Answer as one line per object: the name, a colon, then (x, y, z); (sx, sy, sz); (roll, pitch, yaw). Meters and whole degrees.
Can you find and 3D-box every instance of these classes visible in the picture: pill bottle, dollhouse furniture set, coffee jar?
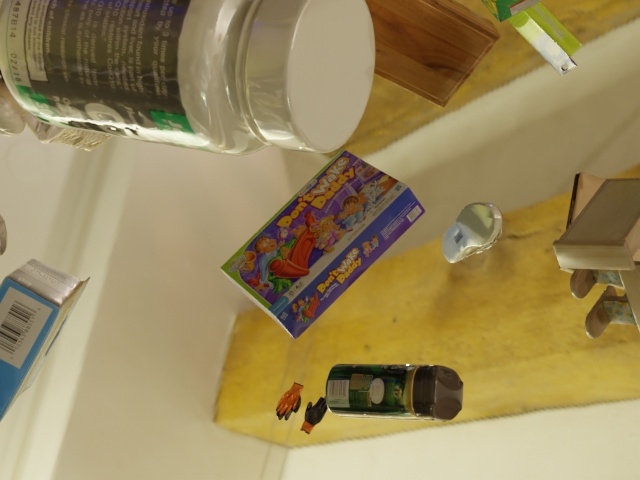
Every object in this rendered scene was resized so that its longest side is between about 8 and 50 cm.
pill bottle: (-0.140, -0.199, 1.197); (0.361, 0.204, 0.204); (11, -101, 30)
dollhouse furniture set: (0.438, 0.057, 1.587); (0.212, 0.242, 0.161); (0, -145, 44)
coffee jar: (0.105, 0.213, 1.618); (0.184, 0.096, 0.079); (-3, -104, 35)

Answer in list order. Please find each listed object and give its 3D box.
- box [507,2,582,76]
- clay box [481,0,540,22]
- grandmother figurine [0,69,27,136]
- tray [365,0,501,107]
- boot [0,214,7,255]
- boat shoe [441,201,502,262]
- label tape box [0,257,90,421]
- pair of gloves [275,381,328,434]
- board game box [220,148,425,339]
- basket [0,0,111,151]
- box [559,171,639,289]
box: (0.443, -0.410, 2.271); (0.042, 0.178, 0.109); (-44, -179, -6)
clay box: (0.314, -0.477, 1.986); (0.127, 0.053, 0.222); (-28, -137, 2)
grandmother figurine: (-0.458, -0.324, 1.783); (0.208, 0.104, 0.342); (-35, 146, -70)
tray: (0.156, -0.441, 2.379); (0.203, 0.411, 0.076); (-51, -143, 27)
boot: (-0.554, -0.029, 1.753); (0.258, 0.095, 0.123); (92, 21, -53)
boat shoe: (0.285, -0.022, 2.061); (0.219, 0.070, 0.077); (133, -61, -68)
label tape box: (-0.508, 0.162, 1.924); (0.240, 0.106, 0.333); (-60, -173, 3)
pair of gloves: (-0.031, 0.282, 1.941); (0.074, 0.083, 0.010); (-56, 155, -25)
board game box: (0.000, 0.000, 2.206); (0.347, 0.078, 0.233); (-45, -142, -8)
basket: (-0.481, -0.402, 2.327); (0.331, 0.328, 0.266); (-38, 171, 8)
box: (0.475, -0.004, 1.777); (0.021, 0.201, 0.164); (135, -29, -69)
